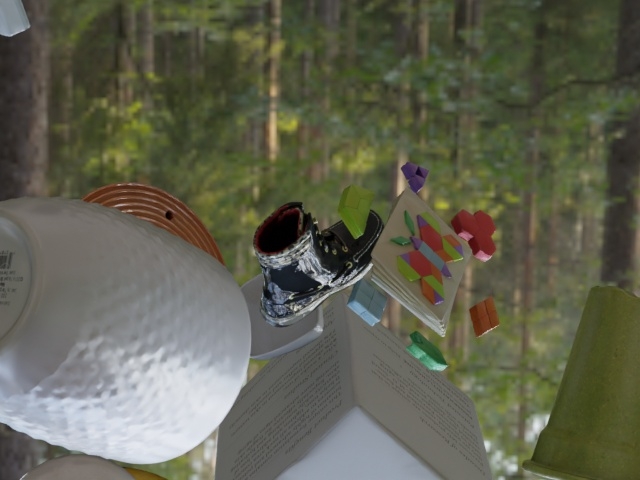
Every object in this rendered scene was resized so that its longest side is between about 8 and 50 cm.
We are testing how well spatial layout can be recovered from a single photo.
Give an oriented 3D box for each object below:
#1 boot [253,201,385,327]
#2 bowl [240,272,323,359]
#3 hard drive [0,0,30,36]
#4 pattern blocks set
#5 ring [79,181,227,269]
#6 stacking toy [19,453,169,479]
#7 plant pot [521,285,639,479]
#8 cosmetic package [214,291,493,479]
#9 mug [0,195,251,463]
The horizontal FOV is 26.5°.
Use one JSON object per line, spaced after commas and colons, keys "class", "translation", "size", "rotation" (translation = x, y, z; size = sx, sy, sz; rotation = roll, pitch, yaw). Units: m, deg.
{"class": "boot", "translation": [0.000, 0.002, 1.938], "size": [0.236, 0.179, 0.085], "rotation": [-40, -120, -20]}
{"class": "bowl", "translation": [-0.056, 0.113, 2.093], "size": [0.142, 0.142, 0.053], "rotation": [-24, 143, 21]}
{"class": "hard drive", "translation": [-0.488, -0.433, 1.797], "size": [0.040, 0.308, 0.203], "rotation": [-30, -148, -25]}
{"class": "pattern blocks set", "translation": [0.139, 0.024, 1.838], "size": [0.285, 0.026, 0.325], "rotation": [33, -138, -23]}
{"class": "ring", "translation": [-0.246, 0.087, 1.836], "size": [0.032, 0.337, 0.336], "rotation": [-12, 179, 42]}
{"class": "stacking toy", "translation": [-0.168, 0.303, 1.155], "size": [0.350, 0.351, 0.480], "rotation": [0, 149, -2]}
{"class": "plant pot", "translation": [0.418, 0.197, 1.762], "size": [0.276, 0.254, 0.276], "rotation": [10, 175, 1]}
{"class": "cosmetic package", "translation": [0.049, 0.364, 2.199], "size": [0.327, 0.329, 0.394], "rotation": [41, -163, -17]}
{"class": "mug", "translation": [-0.315, 0.080, 1.543], "size": [0.374, 0.276, 0.328], "rotation": [15, 171, 31]}
